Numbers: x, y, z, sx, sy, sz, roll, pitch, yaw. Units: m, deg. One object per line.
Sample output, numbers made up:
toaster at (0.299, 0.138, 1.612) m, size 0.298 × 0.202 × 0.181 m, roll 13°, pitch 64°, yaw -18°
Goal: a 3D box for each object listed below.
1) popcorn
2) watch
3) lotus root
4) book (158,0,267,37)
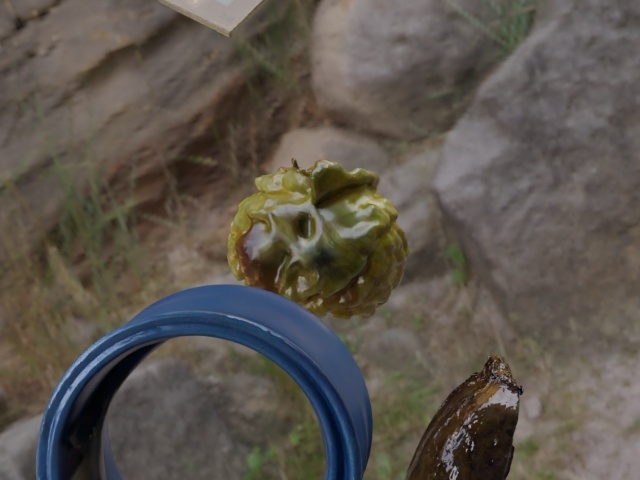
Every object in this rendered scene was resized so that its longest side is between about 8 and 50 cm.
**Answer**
popcorn at (-0.003, 0.000, 1.595) m, size 0.218 × 0.189 × 0.169 m, roll -2°, pitch -2°, yaw 12°
watch at (-0.107, 0.183, 1.027) m, size 0.305 × 0.274 × 0.241 m, roll -16°, pitch 6°, yaw 7°
lotus root at (0.101, 0.262, 1.285) m, size 0.078 × 0.329 × 0.167 m, roll 17°, pitch 9°, yaw -17°
book at (-0.101, -0.326, 1.643) m, size 0.118 × 0.012 × 0.172 m, roll 29°, pitch 63°, yaw 25°
